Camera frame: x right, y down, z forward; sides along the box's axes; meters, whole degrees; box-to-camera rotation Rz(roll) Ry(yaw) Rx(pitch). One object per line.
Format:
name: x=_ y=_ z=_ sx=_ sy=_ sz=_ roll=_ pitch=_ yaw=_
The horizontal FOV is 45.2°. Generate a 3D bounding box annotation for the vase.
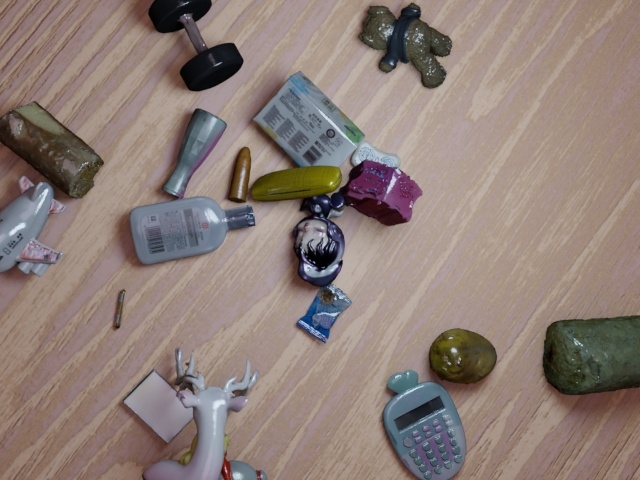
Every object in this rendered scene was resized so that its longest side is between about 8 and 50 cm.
vase: x=-0.308 y=-0.204 z=1.842 sx=0.086 sy=0.086 sz=0.214 roll=27 pitch=87 yaw=-6

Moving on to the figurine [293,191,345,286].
figurine: x=0.000 y=0.000 z=1.863 sx=0.145 sy=0.145 sz=0.222 roll=12 pitch=80 yaw=-8

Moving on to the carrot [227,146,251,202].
carrot: x=-0.193 y=-0.163 z=1.872 sx=0.048 sy=0.048 sz=0.139 roll=10 pitch=83 yaw=-8

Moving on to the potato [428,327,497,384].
potato: x=0.345 y=0.286 z=1.894 sx=0.175 sy=0.137 sz=0.137 roll=18 pitch=83 yaw=-29

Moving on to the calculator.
calculator: x=0.255 y=0.458 z=1.907 sx=0.185 sy=0.041 sz=0.299 roll=-26 pitch=93 yaw=-10

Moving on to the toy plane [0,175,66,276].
toy plane: x=-0.695 y=-0.030 z=1.751 sx=0.252 sy=0.118 sz=0.252 roll=0 pitch=88 yaw=-6

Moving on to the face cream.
face cream: x=-0.302 y=-0.035 z=1.832 sx=0.291 sy=0.071 sz=0.144 roll=-13 pitch=100 yaw=-9

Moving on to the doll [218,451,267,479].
doll: x=-0.193 y=0.641 z=1.800 sx=0.199 sy=0.105 sz=0.337 roll=-18 pitch=97 yaw=-8

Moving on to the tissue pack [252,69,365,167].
tissue pack: x=-0.017 y=-0.280 z=1.865 sx=0.229 sy=0.145 sz=0.159 roll=44 pitch=124 yaw=-4

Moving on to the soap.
soap: x=0.143 y=-0.108 z=1.820 sx=0.162 sy=0.250 sz=0.099 roll=32 pitch=84 yaw=-7

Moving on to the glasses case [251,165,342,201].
glasses case: x=-0.058 y=-0.135 z=1.828 sx=0.234 sy=0.079 sz=0.064 roll=-5 pitch=126 yaw=28

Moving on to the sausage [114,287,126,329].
sausage: x=-0.475 y=0.163 z=1.823 sx=0.015 sy=0.015 sz=0.100 roll=9 pitch=85 yaw=-8

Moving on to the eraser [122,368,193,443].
eraser: x=-0.377 y=0.392 z=1.820 sx=0.150 sy=0.023 sz=0.104 roll=45 pitch=80 yaw=-4

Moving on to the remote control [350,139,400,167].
remote control: x=0.139 y=-0.200 z=1.934 sx=0.122 sy=0.032 sz=0.074 roll=23 pitch=84 yaw=-6

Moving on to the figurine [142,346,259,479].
figurine: x=-0.271 y=0.395 z=1.709 sx=0.206 sy=0.284 sz=0.316 roll=26 pitch=88 yaw=-11

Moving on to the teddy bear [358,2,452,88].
teddy bear: x=0.224 y=-0.501 z=1.917 sx=0.251 sy=0.129 sz=0.182 roll=22 pitch=81 yaw=-8

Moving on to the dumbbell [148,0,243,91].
dumbbell: x=-0.296 y=-0.481 z=1.823 sx=0.152 sy=0.152 sz=0.218 roll=-29 pitch=91 yaw=-10

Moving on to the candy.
candy: x=0.013 y=0.174 z=1.891 sx=0.088 sy=0.038 sz=0.136 roll=33 pitch=75 yaw=8

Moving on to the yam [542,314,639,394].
yam: x=0.715 y=0.282 z=1.913 sx=0.299 sy=0.195 sz=0.195 roll=-4 pitch=87 yaw=-10

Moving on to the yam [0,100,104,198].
yam: x=-0.619 y=-0.209 z=1.764 sx=0.238 sy=0.128 sz=0.129 roll=42 pitch=70 yaw=-3
